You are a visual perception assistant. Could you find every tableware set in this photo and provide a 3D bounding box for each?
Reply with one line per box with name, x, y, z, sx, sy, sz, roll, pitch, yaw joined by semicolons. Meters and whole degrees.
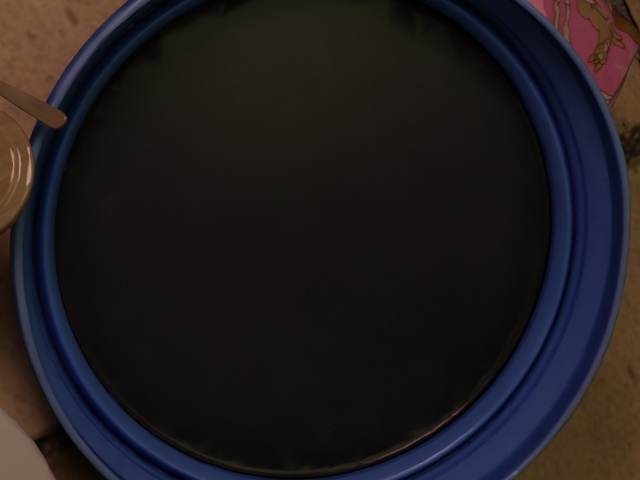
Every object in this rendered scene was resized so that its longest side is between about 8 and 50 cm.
tableware set;-0.247;-0.059;1.127;0.194;0.039;0.128;31;82;18

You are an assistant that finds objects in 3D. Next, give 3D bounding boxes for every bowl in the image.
bowl;0.000;0.000;1.201;0.391;0.077;0.391;-3;101;-13

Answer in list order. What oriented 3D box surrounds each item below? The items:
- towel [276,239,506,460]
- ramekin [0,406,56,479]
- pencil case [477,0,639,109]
towel;-0.029;-0.012;1.260;0.199;0.031;0.275;-39;101;-4
ramekin;-0.263;0.190;1.029;0.277;0.135;0.277;10;76;-42
pencil case;0.038;-0.201;1.295;0.386;0.160;0.167;43;74;-16
